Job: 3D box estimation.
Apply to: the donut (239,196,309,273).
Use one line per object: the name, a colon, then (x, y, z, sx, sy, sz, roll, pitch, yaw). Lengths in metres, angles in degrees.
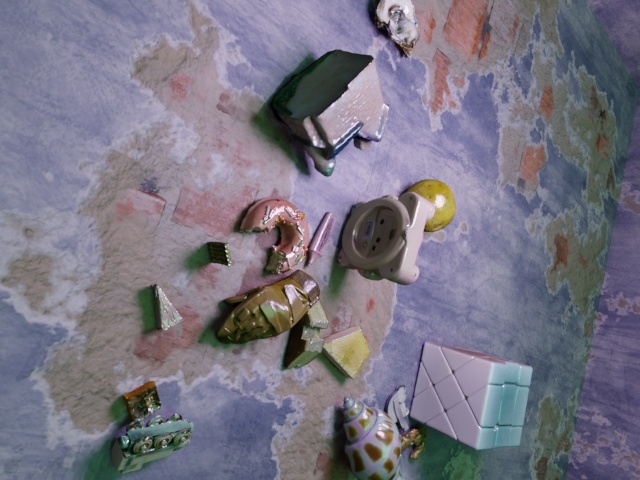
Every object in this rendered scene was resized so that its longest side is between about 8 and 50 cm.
donut: (-0.116, -0.023, 1.346, 0.199, 0.085, 0.233, -47, 120, -27)

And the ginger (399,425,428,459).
ginger: (0.351, 0.783, 1.769, 0.176, 0.052, 0.194, -38, 122, -29)

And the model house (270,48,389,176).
model house: (0.047, -0.368, 1.373, 0.298, 0.243, 0.284, -44, 133, -13)

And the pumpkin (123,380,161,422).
pumpkin: (-0.444, 0.407, 1.136, 0.083, 0.053, 0.074, -23, 111, -38)

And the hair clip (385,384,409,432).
hair clip: (0.298, 0.644, 1.722, 0.116, 0.049, 0.172, -25, 105, -39)

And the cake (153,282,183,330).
cake: (-0.399, 0.163, 1.160, 0.065, 0.052, 0.122, -14, 100, -31)

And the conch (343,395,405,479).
conch: (0.185, 0.696, 1.547, 0.249, 0.196, 0.369, -32, 118, -67)

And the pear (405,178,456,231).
pear: (0.395, -0.125, 1.672, 0.197, 0.197, 0.198, -2, 94, -37)

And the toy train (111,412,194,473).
toy train: (-0.417, 0.506, 1.136, 0.193, 0.081, 0.125, 10, 118, -46)

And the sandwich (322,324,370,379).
sandwich: (0.089, 0.353, 1.542, 0.193, 0.058, 0.163, 49, 62, -26)

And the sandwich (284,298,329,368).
sandwich: (-0.036, 0.292, 1.420, 0.090, 0.088, 0.245, 18, 81, -40)

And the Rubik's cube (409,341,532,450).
Rubik's cube: (0.590, 0.598, 1.774, 0.315, 0.318, 0.323, 16, 84, -38)

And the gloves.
gloves: (-0.148, 0.197, 1.296, 0.330, 0.141, 0.154, -28, 110, -33)

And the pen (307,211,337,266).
pen: (0.000, 0.000, 1.468, 0.053, 0.032, 0.197, 35, 70, -34)

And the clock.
clock: (0.197, -0.011, 1.443, 0.114, 0.309, 0.284, 22, 79, -35)

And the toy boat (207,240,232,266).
toy boat: (-0.270, 0.035, 1.209, 0.016, 0.115, 0.064, -15, 101, -37)

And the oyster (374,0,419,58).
oyster: (0.269, -0.787, 1.604, 0.214, 0.083, 0.223, 17, 76, -40)
